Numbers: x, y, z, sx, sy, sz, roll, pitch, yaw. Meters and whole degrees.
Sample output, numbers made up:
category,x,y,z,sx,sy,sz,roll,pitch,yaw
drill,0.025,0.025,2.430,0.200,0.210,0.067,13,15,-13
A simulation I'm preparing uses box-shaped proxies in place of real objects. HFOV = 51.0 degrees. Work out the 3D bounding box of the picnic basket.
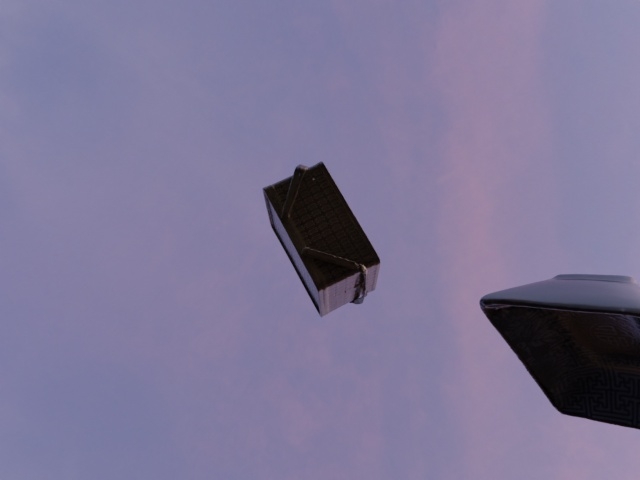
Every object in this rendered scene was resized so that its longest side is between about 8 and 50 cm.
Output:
category,x,y,z,sx,sy,sz,roll,pitch,yaw
picnic basket,0.000,0.000,0.811,0.079,0.115,0.164,-25,-113,-10

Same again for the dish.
category,x,y,z,sx,sy,sz,roll,pitch,yaw
dish,0.305,0.111,0.715,0.243,0.182,0.080,48,-121,-33
